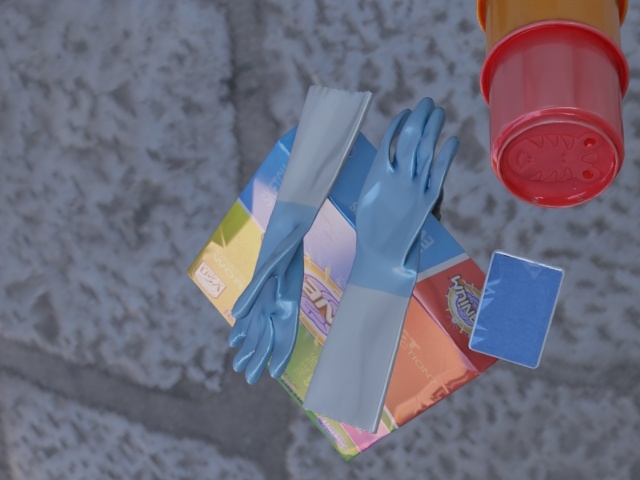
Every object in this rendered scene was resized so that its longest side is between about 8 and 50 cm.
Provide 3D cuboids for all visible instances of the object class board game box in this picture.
[{"bbox_3d":[0.018,0.048,1.286,0.242,0.064,0.316,49,153,4],"label":"board game box"}]

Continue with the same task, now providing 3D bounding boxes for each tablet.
[{"bbox_3d":[0.142,0.050,1.085,0.054,0.006,0.083,17,115,11],"label":"tablet"}]

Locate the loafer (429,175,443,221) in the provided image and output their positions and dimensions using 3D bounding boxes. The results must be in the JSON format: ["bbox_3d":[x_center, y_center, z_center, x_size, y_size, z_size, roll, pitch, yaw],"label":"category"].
[{"bbox_3d":[0.056,-0.019,1.356,0.220,0.080,0.078,-166,68,-73],"label":"loafer"}]

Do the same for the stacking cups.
[{"bbox_3d":[0.117,-0.147,0.814,0.096,0.316,0.096,6,136,5],"label":"stacking cups"}]

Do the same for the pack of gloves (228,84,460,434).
[{"bbox_3d":[0.000,0.000,1.046,0.195,0.046,0.232,12,84,56],"label":"pack of gloves"}]
